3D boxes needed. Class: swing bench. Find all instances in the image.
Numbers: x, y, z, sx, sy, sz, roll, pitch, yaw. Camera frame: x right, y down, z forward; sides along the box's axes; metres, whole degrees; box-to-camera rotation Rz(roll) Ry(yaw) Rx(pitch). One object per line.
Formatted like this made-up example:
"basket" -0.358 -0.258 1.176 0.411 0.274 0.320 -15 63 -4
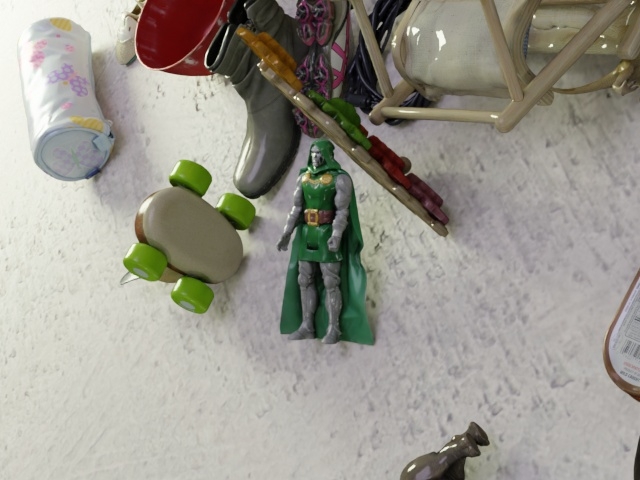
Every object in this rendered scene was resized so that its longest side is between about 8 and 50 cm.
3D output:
"swing bench" 0.191 -0.240 1.531 0.254 0.165 0.253 -29 20 -24

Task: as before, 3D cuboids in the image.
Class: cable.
"cable" 0.103 -0.232 1.751 0.150 0.047 0.184 24 86 49

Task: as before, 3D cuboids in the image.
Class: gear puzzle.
"gear puzzle" 0.020 -0.134 1.561 0.044 0.339 0.175 -48 42 2

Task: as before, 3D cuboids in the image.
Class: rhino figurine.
"rhino figurine" 0.148 0.293 1.395 0.106 0.073 0.243 -39 47 18

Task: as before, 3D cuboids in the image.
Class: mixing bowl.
"mixing bowl" -0.161 -0.298 2.012 0.181 0.098 0.181 -22 55 35

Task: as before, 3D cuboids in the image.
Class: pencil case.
"pencil case" -0.387 -0.217 2.183 0.124 0.113 0.273 -34 47 15

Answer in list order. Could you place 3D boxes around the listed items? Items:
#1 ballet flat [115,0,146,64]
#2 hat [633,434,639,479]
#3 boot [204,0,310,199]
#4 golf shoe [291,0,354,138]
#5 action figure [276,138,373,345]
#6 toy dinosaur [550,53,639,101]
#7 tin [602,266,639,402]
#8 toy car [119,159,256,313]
"ballet flat" -0.273 -0.346 2.185 0.057 0.052 0.168 36 95 48
"hat" 0.405 0.225 1.130 0.331 0.134 0.331 -6 83 49
"boot" -0.092 -0.190 1.835 0.083 0.161 0.246 14 78 48
"golf shoe" 0.013 -0.220 1.819 0.067 0.086 0.186 11 99 43
"action figure" 0.000 0.000 1.657 0.137 0.063 0.232 3 94 34
"toy dinosaur" 0.327 -0.176 1.507 0.183 0.053 0.093 -33 32 21
"tin" 0.337 0.064 1.362 0.106 0.040 0.190 26 87 45
"toy car" -0.199 0.002 1.865 0.188 0.149 0.155 -9 49 55
